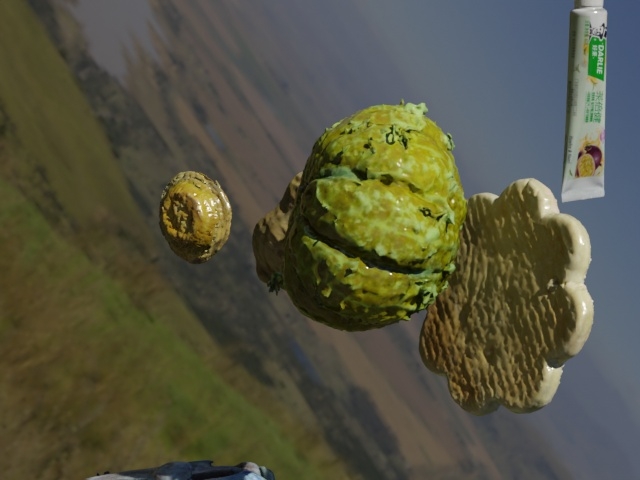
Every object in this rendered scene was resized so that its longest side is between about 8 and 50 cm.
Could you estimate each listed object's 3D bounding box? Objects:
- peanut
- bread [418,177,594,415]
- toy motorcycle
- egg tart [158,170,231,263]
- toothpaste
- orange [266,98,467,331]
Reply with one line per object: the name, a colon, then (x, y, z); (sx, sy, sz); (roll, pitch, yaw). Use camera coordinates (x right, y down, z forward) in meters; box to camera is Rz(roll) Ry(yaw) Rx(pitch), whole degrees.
peanut: (0.000, 0.000, 2.016); (0.197, 0.233, 0.110); (38, 25, -18)
bread: (0.233, 0.072, 1.697); (0.054, 0.316, 0.316); (12, 33, -34)
toy motorcycle: (-0.196, 0.388, 2.000); (0.241, 0.319, 0.182); (-81, 164, -48)
egg tart: (-0.179, -0.030, 1.826); (0.049, 0.129, 0.129); (-7, 61, -55)
toothpaste: (0.373, -0.212, 1.901); (0.056, 0.058, 0.314); (-41, 131, -70)
orange: (0.073, -0.027, 1.723); (0.223, 0.301, 0.300); (18, -19, -12)
